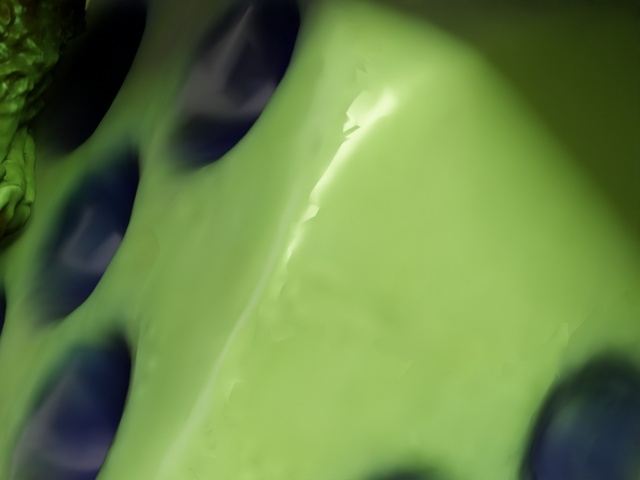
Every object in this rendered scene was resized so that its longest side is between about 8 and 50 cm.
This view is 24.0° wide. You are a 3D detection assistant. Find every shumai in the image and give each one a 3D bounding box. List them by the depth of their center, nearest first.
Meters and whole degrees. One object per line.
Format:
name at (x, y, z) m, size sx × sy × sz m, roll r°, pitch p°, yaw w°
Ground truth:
shumai at (-0.119, -0.039, 0.471) m, size 0.099 × 0.124 × 0.087 m, roll -7°, pitch 99°, yaw 34°

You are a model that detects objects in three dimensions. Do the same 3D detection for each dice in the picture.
dice at (0.019, 0.047, 0.508) m, size 0.243 × 0.259 × 0.251 m, roll 14°, pitch 79°, yaw 57°
